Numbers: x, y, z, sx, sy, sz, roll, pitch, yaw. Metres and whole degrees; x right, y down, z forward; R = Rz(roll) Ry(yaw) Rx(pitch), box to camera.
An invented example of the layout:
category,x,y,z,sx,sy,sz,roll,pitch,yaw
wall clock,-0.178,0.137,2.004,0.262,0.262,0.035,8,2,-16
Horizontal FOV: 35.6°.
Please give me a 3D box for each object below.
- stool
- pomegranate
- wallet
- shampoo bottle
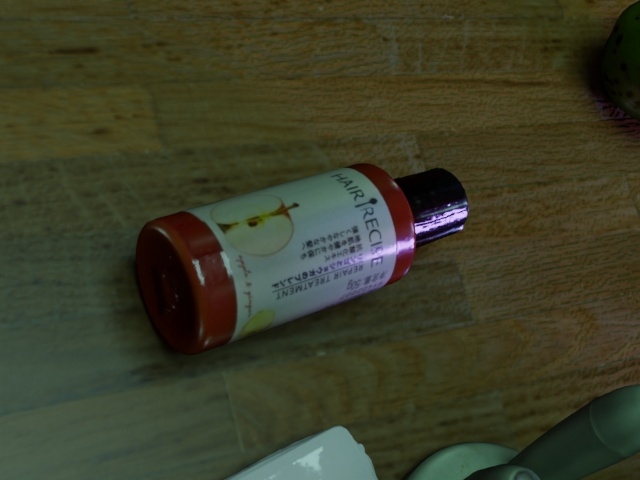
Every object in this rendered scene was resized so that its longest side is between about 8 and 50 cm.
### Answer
category,x,y,z,sx,sy,sz,roll,pitch,yaw
stool,0.174,0.227,0.728,0.195,0.198,0.195,-20,79,-35
pomegranate,0.357,-0.204,1.041,0.122,0.143,0.169,-2,79,-28
wallet,-0.033,0.207,0.726,0.190,0.033,0.095,-25,84,-33
shampoo bottle,0.000,0.000,0.789,0.278,0.104,0.104,-18,78,-33
